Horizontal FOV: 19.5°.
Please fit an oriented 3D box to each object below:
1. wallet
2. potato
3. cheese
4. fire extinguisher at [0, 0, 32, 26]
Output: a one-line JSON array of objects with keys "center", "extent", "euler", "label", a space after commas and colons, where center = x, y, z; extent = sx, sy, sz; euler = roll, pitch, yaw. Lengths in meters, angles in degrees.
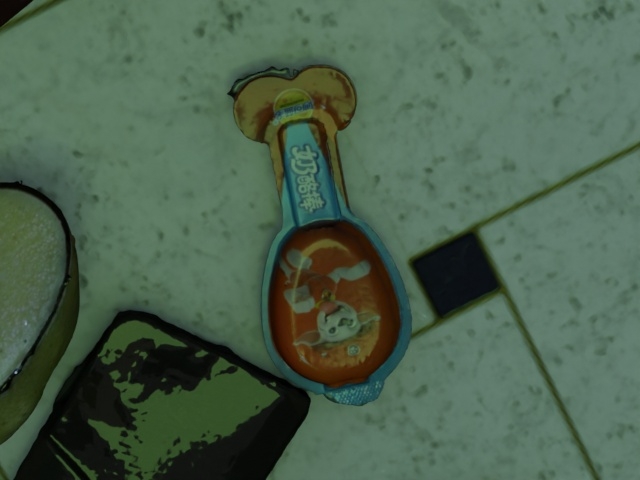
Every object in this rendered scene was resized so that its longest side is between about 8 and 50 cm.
[{"center": [-0.147, 0.205, 1.340], "extent": [0.165, 0.042, 0.309], "euler": [29, 102, -15], "label": "wallet"}, {"center": [-0.229, 0.065, 1.249], "extent": [0.202, 0.182, 0.117], "euler": [-55, 143, -7], "label": "potato"}, {"center": [0.000, 0.000, 1.295], "extent": [0.106, 0.037, 0.256], "euler": [-13, 108, -4], "label": "cheese"}, {"center": [-0.284, -0.288, 1.146], "extent": [0.337, 0.135, 0.114], "euler": [47, 138, -17], "label": "fire extinguisher"}]
